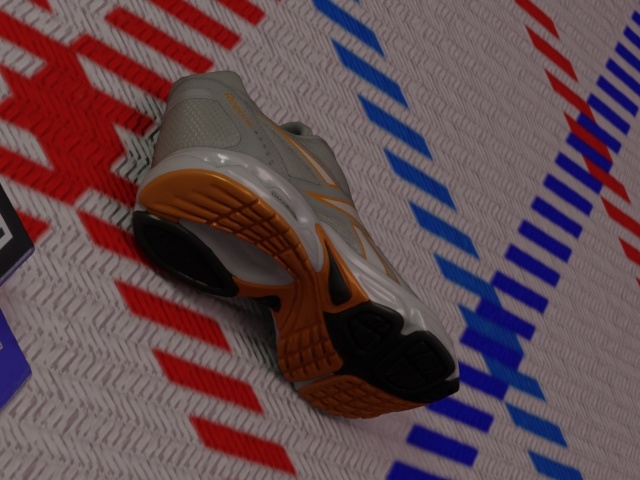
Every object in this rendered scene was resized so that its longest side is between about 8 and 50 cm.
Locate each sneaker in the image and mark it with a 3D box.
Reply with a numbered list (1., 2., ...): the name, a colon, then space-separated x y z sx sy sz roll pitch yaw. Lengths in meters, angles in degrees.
1. sneaker: 0.000 0.000 0.997 0.262 0.099 0.121 47 34 -41

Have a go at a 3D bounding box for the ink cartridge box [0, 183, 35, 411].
1. ink cartridge box: -0.193 0.015 0.699 0.208 0.045 0.206 64 30 -19
